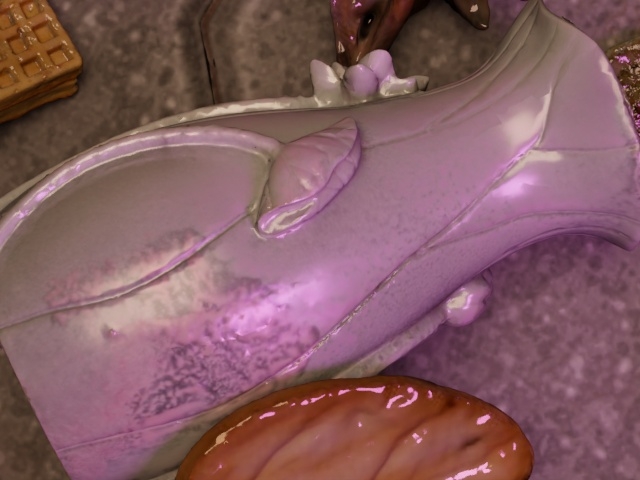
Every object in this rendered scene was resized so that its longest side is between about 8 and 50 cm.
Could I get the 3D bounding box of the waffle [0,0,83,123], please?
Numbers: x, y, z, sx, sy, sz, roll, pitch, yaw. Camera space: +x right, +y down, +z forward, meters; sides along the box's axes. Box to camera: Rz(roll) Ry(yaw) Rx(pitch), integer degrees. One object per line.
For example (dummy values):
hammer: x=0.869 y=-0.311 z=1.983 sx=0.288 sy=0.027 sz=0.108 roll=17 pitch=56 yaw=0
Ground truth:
waffle: x=-0.257 y=-0.131 z=1.332 sx=0.148 sy=0.042 sz=0.102 roll=-26 pitch=80 yaw=-24

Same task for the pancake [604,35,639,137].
pancake: x=0.247 y=-0.102 z=1.327 sx=0.108 sy=0.017 sz=0.108 roll=0 pitch=85 yaw=5

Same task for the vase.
vase: x=0.000 y=0.000 z=1.228 sx=0.445 sy=0.250 sz=0.250 roll=-24 pitch=80 yaw=-5

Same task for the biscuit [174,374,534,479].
biscuit: x=0.018 y=0.172 z=1.179 sx=0.260 sy=0.041 sz=0.203 roll=-17 pitch=115 yaw=-16

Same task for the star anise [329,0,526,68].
star anise: x=0.085 y=-0.272 z=1.323 sx=0.292 sy=0.109 sz=0.349 roll=27 pitch=95 yaw=1
